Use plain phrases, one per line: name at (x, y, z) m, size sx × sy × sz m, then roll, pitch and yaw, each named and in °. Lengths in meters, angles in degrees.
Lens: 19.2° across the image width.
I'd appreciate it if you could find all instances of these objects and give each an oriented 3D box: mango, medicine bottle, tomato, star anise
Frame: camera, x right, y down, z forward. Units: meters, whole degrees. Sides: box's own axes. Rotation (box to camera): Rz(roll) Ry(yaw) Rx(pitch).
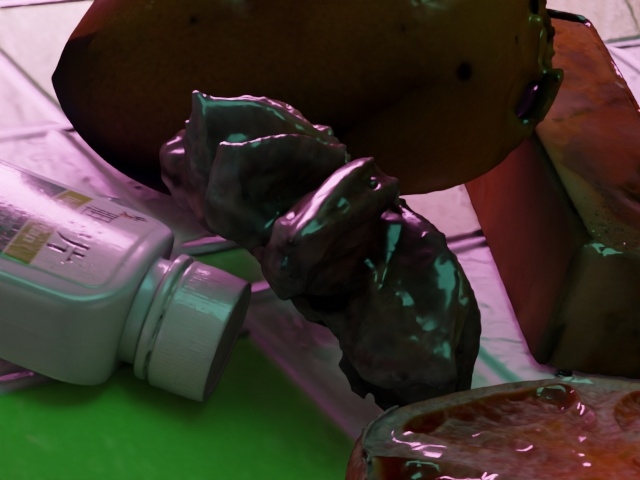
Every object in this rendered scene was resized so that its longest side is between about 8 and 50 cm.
mango at (-0.006, -0.107, 1.097) m, size 0.287 × 0.201 × 0.152 m, roll -8°, pitch -15°, yaw 11°
medicine bottle at (-0.130, 0.019, 0.941) m, size 0.183 × 0.069 × 0.119 m, roll 22°, pitch 24°, yaw 5°
tomato at (0.125, 0.141, 0.816) m, size 0.236 × 0.095 × 0.237 m, roll 4°, pitch 17°, yaw -1°
star anise at (0.000, 0.000, 0.953) m, size 0.236 × 0.093 × 0.229 m, roll 41°, pitch -2°, yaw 29°

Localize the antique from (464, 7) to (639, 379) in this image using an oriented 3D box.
antique at (0.148, -0.039, 1.154) m, size 0.093 × 0.087 × 0.310 m, roll 9°, pitch 31°, yaw -15°
